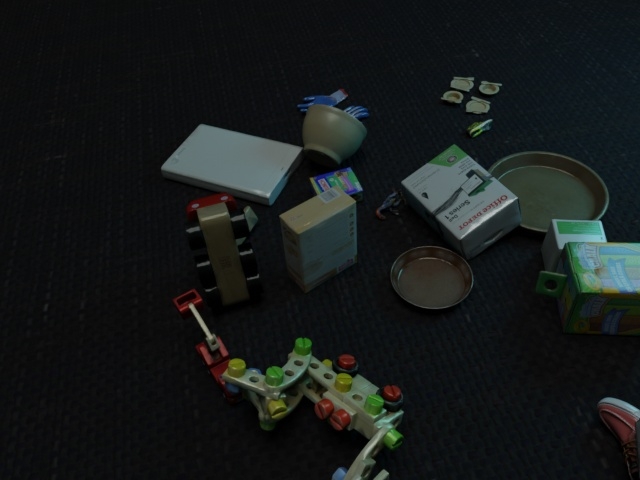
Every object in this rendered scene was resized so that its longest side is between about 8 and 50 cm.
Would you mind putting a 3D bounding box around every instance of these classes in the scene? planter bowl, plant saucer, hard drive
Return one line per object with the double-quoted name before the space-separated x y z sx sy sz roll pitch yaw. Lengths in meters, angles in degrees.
"planter bowl" 0.021 -0.250 1.532 0.162 0.162 0.109 19 79 21
"plant saucer" 0.516 -0.106 1.419 0.278 0.041 0.277 -2 46 2
"plant saucer" 0.230 0.082 1.273 0.169 0.029 0.168 -2 48 2
"hard drive" -0.222 -0.199 1.568 0.308 0.040 0.203 16 50 18

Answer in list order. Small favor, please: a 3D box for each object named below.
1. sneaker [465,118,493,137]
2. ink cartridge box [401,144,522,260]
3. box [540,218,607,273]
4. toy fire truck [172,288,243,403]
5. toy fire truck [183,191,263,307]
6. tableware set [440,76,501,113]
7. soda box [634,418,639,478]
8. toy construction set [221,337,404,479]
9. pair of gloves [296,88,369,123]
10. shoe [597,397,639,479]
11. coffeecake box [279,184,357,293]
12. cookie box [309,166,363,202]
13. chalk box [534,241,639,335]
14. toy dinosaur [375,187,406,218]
"sneaker" 0.418 -0.303 1.616 0.083 0.031 0.035 -28 50 -20
"ink cartridge box" 0.310 -0.087 1.356 0.160 0.092 0.219 -36 51 -4
"box" 0.519 0.020 1.257 0.101 0.102 0.087 2 49 5
"toy fire truck" -0.200 0.195 1.129 0.047 0.135 0.192 -28 51 -20
"toy fire truck" -0.195 -0.015 1.288 0.159 0.217 0.246 -16 33 -9
"tableware set" 0.422 -0.414 1.728 0.141 0.020 0.168 19 51 21
"soda box" 0.626 0.340 0.907 0.287 0.091 0.098 18 50 0
"toy construction set" 0.009 0.290 1.012 0.215 0.151 0.328 -16 51 -44
"pair of gloves" 0.036 -0.363 1.711 0.159 0.023 0.198 -27 50 -19
"shoe" 0.512 0.336 0.986 0.081 0.063 0.178 -30 56 -29
"coffeecake box" 0.000 0.000 1.261 0.142 0.185 0.068 -30 52 -22
"cookie box" 0.037 -0.123 1.472 0.107 0.040 0.091 -16 49 -9
"chalk box" 0.525 0.092 1.170 0.213 0.132 0.132 0 47 6
"toy dinosaur" 0.160 -0.081 1.440 0.082 0.047 0.090 -28 17 -9
